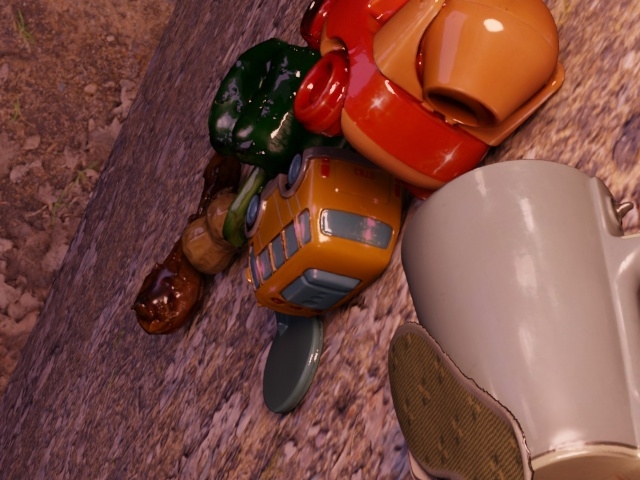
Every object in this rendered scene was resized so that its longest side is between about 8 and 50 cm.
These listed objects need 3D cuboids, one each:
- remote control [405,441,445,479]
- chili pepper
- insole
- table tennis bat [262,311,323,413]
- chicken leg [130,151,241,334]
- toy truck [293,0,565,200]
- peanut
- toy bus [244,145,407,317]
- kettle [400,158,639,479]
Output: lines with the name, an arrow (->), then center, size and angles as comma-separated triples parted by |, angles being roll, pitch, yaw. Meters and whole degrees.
remote control -> 0.102, 0.137, 1.102 | 0.245, 0.077, 0.022 | -92, -16, -74
chili pepper -> -0.045, -0.110, 1.721 | 0.165, 0.174, 0.261 | 17, 84, 47
insole -> 0.083, 0.119, 0.929 | 0.322, 0.007, 0.109 | -144, 48, -76
table tennis bat -> -0.036, 0.112, 1.639 | 0.124, 0.033, 0.201 | -56, 24, 29
chicken leg -> -0.188, 0.003, 2.122 | 0.113, 0.093, 0.304 | 109, -176, -78
toy truck -> 0.113, -0.179, 1.316 | 0.239, 0.189, 0.265 | -41, 30, 35
peanut -> -0.141, -0.011, 1.988 | 0.193, 0.089, 0.089 | 133, 153, -54
toy bus -> 0.000, 0.000, 1.522 | 0.209, 0.126, 0.136 | -41, 40, 54
kettle -> 0.172, 0.071, 0.950 | 0.210, 0.160, 0.243 | -30, 42, 19
